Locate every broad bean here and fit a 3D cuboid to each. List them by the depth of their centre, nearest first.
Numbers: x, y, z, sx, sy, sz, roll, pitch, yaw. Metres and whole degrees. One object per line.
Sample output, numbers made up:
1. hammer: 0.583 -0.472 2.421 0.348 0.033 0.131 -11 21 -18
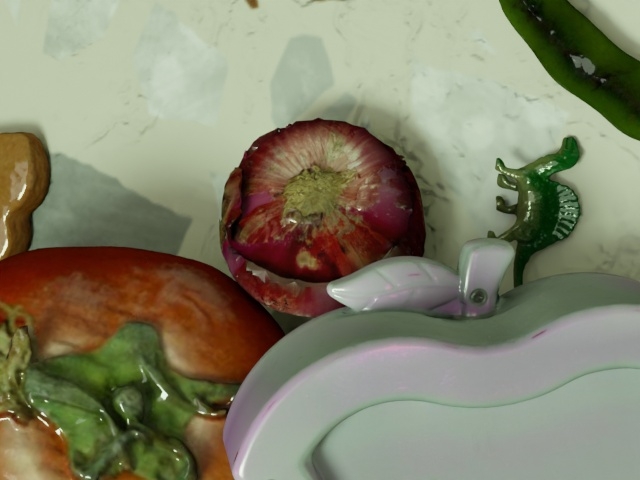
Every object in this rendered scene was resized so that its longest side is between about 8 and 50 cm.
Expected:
1. broad bean: 0.169 -0.139 0.973 0.069 0.039 0.227 -38 74 20

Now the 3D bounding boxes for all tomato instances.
1. tomato: -0.162 0.165 1.039 0.321 0.321 0.321 2 93 30

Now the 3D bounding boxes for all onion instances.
1. onion: 0.000 0.000 1.050 0.150 0.140 0.150 0 59 0

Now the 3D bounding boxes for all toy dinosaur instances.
1. toy dinosaur: 0.145 -0.012 1.002 0.060 0.029 0.120 5 95 18

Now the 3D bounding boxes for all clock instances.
1. clock: 0.111 0.163 0.892 0.338 0.102 0.339 -1 98 -5

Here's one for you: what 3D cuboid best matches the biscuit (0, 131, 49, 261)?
1. biscuit: -0.367 -0.015 1.282 0.306 0.043 0.284 37 109 23
